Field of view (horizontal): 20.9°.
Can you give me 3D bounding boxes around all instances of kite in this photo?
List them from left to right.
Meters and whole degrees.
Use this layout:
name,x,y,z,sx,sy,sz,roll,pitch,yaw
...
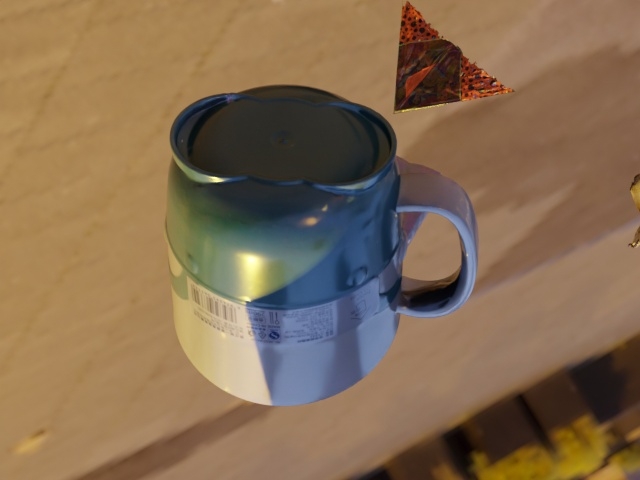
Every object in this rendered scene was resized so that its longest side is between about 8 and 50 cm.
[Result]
name,x,y,z,sx,sy,sz,roll,pitch,yaw
kite,0.135,-0.209,2.224,0.125,0.222,0.008,-49,149,6

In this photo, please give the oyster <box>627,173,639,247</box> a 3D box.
name,x,y,z,sx,sy,sz,roll,pitch,yaw
oyster,0.420,-0.128,2.001,0.166,0.094,0.294,-134,-119,-71

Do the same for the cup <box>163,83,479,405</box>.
name,x,y,z,sx,sy,sz,roll,pitch,yaw
cup,0.000,0.000,1.587,0.289,0.219,0.257,5,138,5

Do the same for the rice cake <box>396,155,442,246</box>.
name,x,y,z,sx,sy,sz,roll,pitch,yaw
rice cake,0.073,-0.012,2.365,0.050,0.106,0.298,97,18,-44
